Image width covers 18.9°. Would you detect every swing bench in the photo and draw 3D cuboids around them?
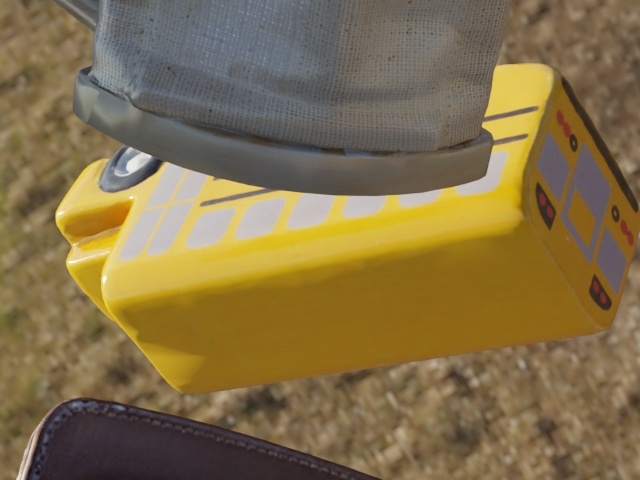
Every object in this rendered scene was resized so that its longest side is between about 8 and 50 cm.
[{"bbox_3d":[-0.029,-0.185,0.743,0.165,0.253,0.254,-5,35,-23],"label":"swing bench"}]

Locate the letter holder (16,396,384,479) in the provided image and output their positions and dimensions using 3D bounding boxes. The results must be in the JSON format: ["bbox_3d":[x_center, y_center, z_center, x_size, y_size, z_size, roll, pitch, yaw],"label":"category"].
[{"bbox_3d":[0.037,0.179,0.684,0.152,0.302,0.214,-26,45,56],"label":"letter holder"}]

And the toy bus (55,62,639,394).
[{"bbox_3d":[0.000,0.000,1.034,0.333,0.108,0.130,-11,40,34],"label":"toy bus"}]
